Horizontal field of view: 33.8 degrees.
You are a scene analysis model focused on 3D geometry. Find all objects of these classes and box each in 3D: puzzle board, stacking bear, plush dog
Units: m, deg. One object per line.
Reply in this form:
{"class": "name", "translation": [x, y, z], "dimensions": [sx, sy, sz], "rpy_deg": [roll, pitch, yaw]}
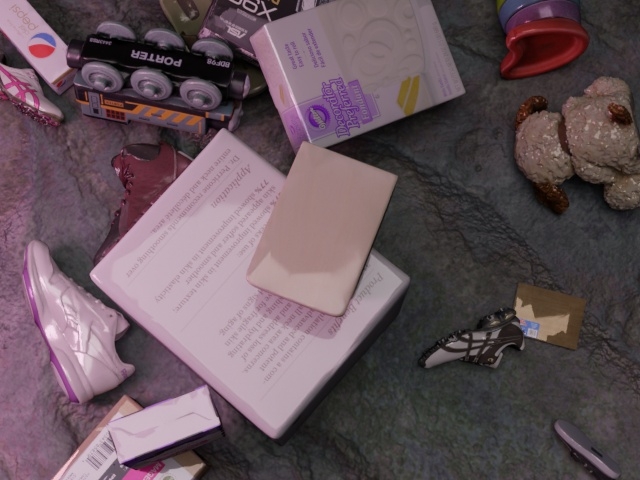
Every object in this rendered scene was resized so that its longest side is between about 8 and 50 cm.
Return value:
{"class": "puzzle board", "translation": [0.413, 0.138, 1.925], "dimensions": [0.128, 0.011, 0.096], "rpy_deg": [14, 78, 3]}
{"class": "stacking bear", "translation": [0.397, -0.479, 1.999], "dimensions": [0.164, 0.175, 0.288], "rpy_deg": [-9, 70, -1]}
{"class": "plush dog", "translation": [0.465, -0.176, 1.924], "dimensions": [0.226, 0.211, 0.262], "rpy_deg": [-17, 74, 23]}

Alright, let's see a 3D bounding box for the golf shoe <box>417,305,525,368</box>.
{"class": "golf shoe", "translation": [0.272, 0.196, 1.877], "dimensions": [0.198, 0.077, 0.093], "rpy_deg": [-25, 85, -1]}

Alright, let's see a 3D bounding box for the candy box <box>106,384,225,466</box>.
{"class": "candy box", "translation": [-0.243, 0.304, 1.697], "dimensions": [0.165, 0.196, 0.070], "rpy_deg": [-20, 77, -8]}

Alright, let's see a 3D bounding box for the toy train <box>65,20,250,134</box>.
{"class": "toy train", "translation": [-0.295, -0.285, 1.923], "dimensions": [0.334, 0.190, 0.142], "rpy_deg": [10, 60, -1]}

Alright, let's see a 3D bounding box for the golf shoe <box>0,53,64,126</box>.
{"class": "golf shoe", "translation": [-0.554, -0.284, 1.981], "dimensions": [0.186, 0.067, 0.086], "rpy_deg": [32, 77, 7]}

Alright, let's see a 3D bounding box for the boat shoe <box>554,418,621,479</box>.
{"class": "boat shoe", "translation": [0.462, 0.375, 1.854], "dimensions": [0.142, 0.049, 0.040], "rpy_deg": [42, 118, 13]}

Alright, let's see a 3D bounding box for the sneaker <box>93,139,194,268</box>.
{"class": "sneaker", "translation": [-0.348, -0.072, 1.927], "dimensions": [0.162, 0.106, 0.281], "rpy_deg": [38, 69, 13]}

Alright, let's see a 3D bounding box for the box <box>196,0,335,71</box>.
{"class": "box", "translation": [-0.045, -0.421, 1.966], "dimensions": [0.308, 0.076, 0.242], "rpy_deg": [25, 77, -16]}

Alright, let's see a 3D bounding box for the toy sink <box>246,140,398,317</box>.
{"class": "toy sink", "translation": [0.000, 0.000, 1.558], "dimensions": [0.153, 0.131, 0.234], "rpy_deg": [20, 72, 3]}

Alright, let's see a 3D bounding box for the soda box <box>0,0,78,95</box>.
{"class": "soda box", "translation": [-0.543, -0.382, 2.004], "dimensions": [0.074, 0.069, 0.216], "rpy_deg": [-41, 81, -9]}

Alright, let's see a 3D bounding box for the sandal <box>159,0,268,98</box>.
{"class": "sandal", "translation": [-0.210, -0.390, 1.999], "dimensions": [0.120, 0.086, 0.302], "rpy_deg": [-39, 81, -9]}

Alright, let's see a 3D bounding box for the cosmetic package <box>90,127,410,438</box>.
{"class": "cosmetic package", "translation": [-0.110, 0.093, 1.767], "dimensions": [0.394, 0.327, 0.329], "rpy_deg": [40, 79, 8]}

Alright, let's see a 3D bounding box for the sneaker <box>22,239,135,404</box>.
{"class": "sneaker", "translation": [-0.433, 0.133, 1.880], "dimensions": [0.152, 0.114, 0.305], "rpy_deg": [-22, 82, -19]}

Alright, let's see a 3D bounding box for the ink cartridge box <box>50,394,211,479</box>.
{"class": "ink cartridge box", "translation": [-0.336, 0.415, 1.812], "dimensions": [0.193, 0.088, 0.234], "rpy_deg": [38, 78, 8]}

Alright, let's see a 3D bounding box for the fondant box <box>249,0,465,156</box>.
{"class": "fondant box", "translation": [0.070, -0.315, 1.907], "dimensions": [0.330, 0.096, 0.238], "rpy_deg": [-23, 94, -20]}
